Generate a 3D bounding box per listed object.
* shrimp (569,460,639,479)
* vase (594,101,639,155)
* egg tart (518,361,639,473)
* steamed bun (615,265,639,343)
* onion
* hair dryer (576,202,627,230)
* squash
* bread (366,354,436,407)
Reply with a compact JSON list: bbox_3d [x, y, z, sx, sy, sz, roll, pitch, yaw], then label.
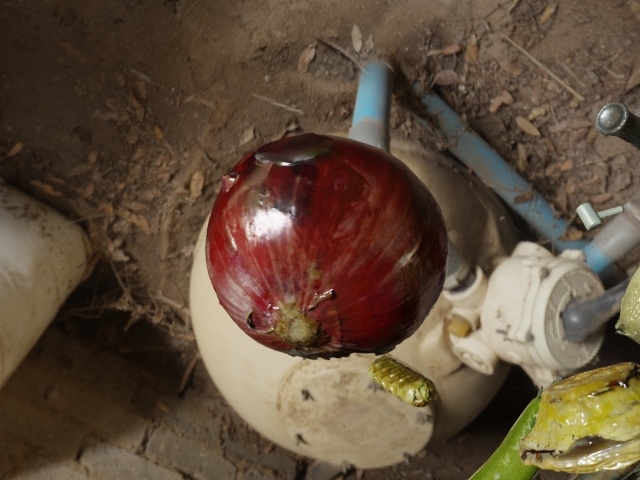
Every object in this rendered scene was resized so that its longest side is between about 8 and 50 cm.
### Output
[{"bbox_3d":[0.508,0.479,1.147,0.262,0.051,0.198,-17,124,-21],"label":"shrimp"},{"bbox_3d":[0.746,-0.255,1.453,0.237,0.115,0.115,11,129,-36],"label":"vase"},{"bbox_3d":[0.370,0.230,0.818,0.241,0.241,0.105,-22,82,17],"label":"egg tart"},{"bbox_3d":[0.856,0.151,1.479,0.232,0.166,0.273,35,87,-35],"label":"steamed bun"},{"bbox_3d":[-0.005,0.005,0.858,0.341,0.341,0.341,1,125,2],"label":"onion"},{"bbox_3d":[0.700,-0.071,1.520,0.124,0.063,0.038,-16,153,-9],"label":"hair dryer"},{"bbox_3d":[0.309,0.355,0.993,0.071,0.080,0.318,2,126,-49],"label":"squash"},{"bbox_3d":[0.232,0.401,1.754,0.098,0.269,0.087,24,86,-23],"label":"bread"}]
